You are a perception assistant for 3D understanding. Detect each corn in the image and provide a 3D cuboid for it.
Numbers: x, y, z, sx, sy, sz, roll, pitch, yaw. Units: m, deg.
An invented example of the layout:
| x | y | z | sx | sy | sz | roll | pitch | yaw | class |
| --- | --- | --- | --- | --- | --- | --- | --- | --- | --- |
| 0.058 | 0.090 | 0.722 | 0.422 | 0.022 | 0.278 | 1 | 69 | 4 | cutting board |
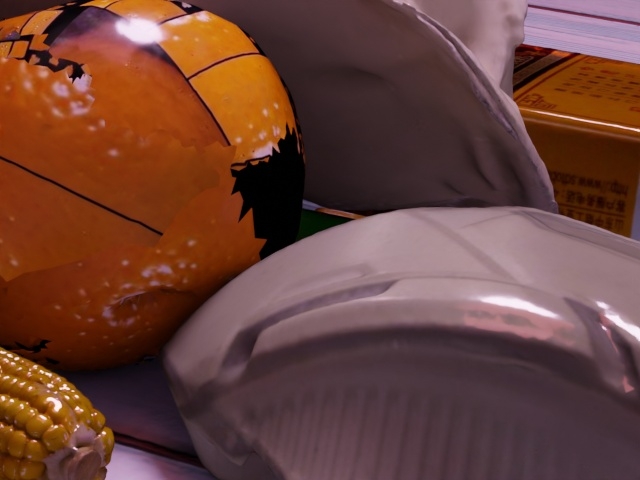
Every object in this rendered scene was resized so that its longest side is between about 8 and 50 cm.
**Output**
| x | y | z | sx | sy | sz | roll | pitch | yaw | class |
| --- | --- | --- | --- | --- | --- | --- | --- | --- | --- |
| -0.173 | 0.080 | 0.902 | 0.068 | 0.068 | 0.207 | -10 | 19 | -42 | corn |

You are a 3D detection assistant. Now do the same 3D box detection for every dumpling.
| x | y | z | sx | sy | sz | roll | pitch | yaw | class |
| --- | --- | --- | --- | --- | --- | --- | --- | --- | --- |
| 0.022 | -0.117 | 1.140 | 0.233 | 0.395 | 0.315 | -40 | 28 | -3 | dumpling |

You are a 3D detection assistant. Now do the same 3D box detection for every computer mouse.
| x | y | z | sx | sy | sz | roll | pitch | yaw | class |
| --- | --- | --- | --- | --- | --- | --- | --- | --- | --- |
| 0.125 | 0.062 | 0.930 | 0.429 | 0.145 | 0.228 | 9 | 14 | 11 | computer mouse |

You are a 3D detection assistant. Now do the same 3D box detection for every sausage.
| x | y | z | sx | sy | sz | roll | pitch | yaw | class |
| --- | --- | --- | --- | --- | --- | --- | --- | --- | --- |
| 0.036 | -0.010 | 1.361 | 0.100 | 0.015 | 0.015 | 12 | 18 | 23 | sausage |

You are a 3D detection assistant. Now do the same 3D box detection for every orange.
| x | y | z | sx | sy | sz | roll | pitch | yaw | class |
| --- | --- | --- | --- | --- | --- | --- | --- | --- | --- |
| -0.120 | -0.032 | 1.025 | 0.234 | 0.234 | 0.182 | 0 | 51 | -19 | orange |

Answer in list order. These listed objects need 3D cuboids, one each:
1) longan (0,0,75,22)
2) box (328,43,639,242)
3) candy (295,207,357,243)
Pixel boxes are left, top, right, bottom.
| x | y | z | sx | sy | sz | roll | pitch | yaw | class |
| --- | --- | --- | --- | --- | --- | --- | --- | --- | --- |
| -0.109 | -0.178 | 1.406 | 0.297 | 0.297 | 0.297 | 5 | 16 | -2 | longan |
| 0.237 | -0.060 | 1.422 | 0.415 | 0.115 | 0.264 | 11 | 19 | 19 | box |
| 0.000 | -0.001 | 1.241 | 0.178 | 0.032 | 0.102 | 11 | -8 | 14 | candy |
